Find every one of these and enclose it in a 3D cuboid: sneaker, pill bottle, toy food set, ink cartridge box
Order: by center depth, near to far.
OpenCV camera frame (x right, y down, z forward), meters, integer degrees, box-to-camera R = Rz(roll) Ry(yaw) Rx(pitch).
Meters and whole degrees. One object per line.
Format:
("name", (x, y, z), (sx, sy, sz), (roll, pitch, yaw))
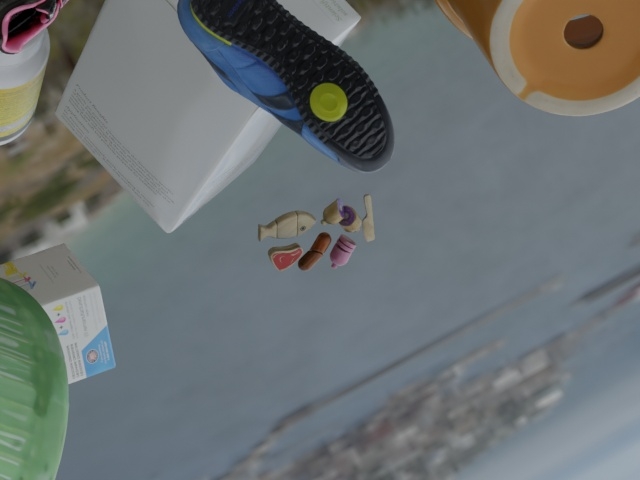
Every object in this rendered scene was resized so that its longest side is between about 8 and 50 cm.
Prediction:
("sneaker", (-0.189, -0.173, 1.237), (0.119, 0.057, 0.047), (-45, 127, -2))
("sneaker", (-0.028, -0.129, 1.407), (0.069, 0.209, 0.082), (-49, -177, -20))
("ink cartridge box", (-0.268, 0.080, 1.561), (0.143, 0.090, 0.092), (-21, 124, -21))
("toy food set", (0.000, 0.000, 1.736), (0.122, 0.019, 0.078), (-20, 128, -17))
("pill bottle", (-0.361, -0.198, 1.952), (0.119, 0.119, 0.208), (-24, 166, -24))

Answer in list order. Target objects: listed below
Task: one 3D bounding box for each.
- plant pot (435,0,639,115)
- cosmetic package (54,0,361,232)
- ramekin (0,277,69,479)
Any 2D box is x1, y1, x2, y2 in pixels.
("plant pot", (0.171, -0.189, 1.232), (0.205, 0.205, 0.188), (-33, -150, 22))
("cosmetic package", (-0.127, -0.175, 1.819), (0.155, 0.197, 0.365), (-42, 179, -29))
("ramekin", (-0.358, 0.144, 1.390), (0.303, 0.303, 0.148), (-33, 142, 21))
